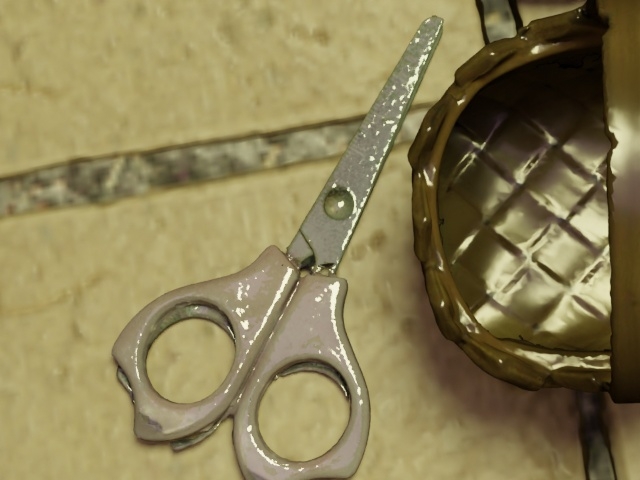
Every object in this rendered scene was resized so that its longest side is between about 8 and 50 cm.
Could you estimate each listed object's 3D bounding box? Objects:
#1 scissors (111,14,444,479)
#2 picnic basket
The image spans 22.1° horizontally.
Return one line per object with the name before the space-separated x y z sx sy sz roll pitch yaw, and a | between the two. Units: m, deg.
scissors | 0.000 0.000 0.600 0.100 0.015 0.189 27 84 7
picnic basket | 0.096 -0.013 0.507 0.138 0.178 0.128 -6 82 5
